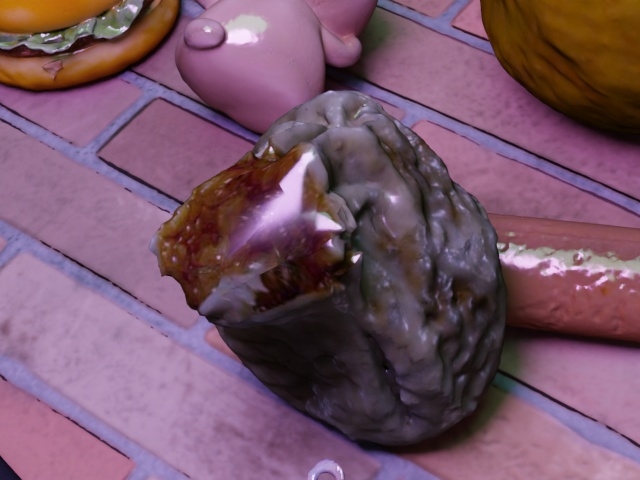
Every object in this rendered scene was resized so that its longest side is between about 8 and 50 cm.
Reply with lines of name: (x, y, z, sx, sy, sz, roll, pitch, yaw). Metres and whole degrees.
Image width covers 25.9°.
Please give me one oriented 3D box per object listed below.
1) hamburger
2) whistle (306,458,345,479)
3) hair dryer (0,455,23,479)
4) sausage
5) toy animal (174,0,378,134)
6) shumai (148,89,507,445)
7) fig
hamburger: (-0.252, -0.267, 1.303, 0.246, 0.170, 0.246, -5, 48, 6)
whistle: (0.065, 0.282, 0.838, 0.142, 0.133, 0.346, -20, 60, -11)
hair dryer: (-0.322, 0.236, 0.975, 0.255, 0.070, 0.128, -39, 54, -15)
sausage: (0.203, 0.029, 1.036, 0.289, 0.086, 0.086, 5, 52, 15)
toy animal: (-0.036, -0.198, 1.222, 0.171, 0.171, 0.197, 9, 57, 16)
shumai: (-0.005, 0.044, 0.949, 0.225, 0.260, 0.222, -10, 19, 35)
fig: (0.298, -0.249, 1.113, 0.343, 0.343, 0.343, -5, 50, 6)
